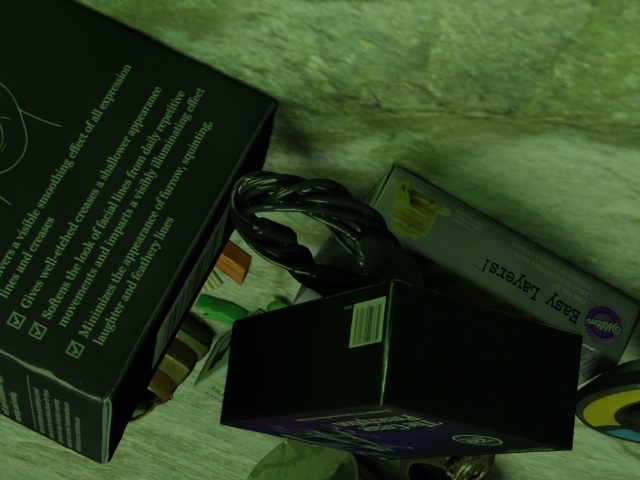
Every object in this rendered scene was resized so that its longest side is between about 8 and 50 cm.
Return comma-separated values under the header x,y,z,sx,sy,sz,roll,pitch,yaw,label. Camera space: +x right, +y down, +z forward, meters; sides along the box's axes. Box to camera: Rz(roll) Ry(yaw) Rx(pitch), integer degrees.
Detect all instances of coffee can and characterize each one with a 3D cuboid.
x,y,z,sx,sy,sz,roll,pitch,yaw,label
0.040,0.416,1.829,0.202,0.201,0.275,0,144,46,coffee can

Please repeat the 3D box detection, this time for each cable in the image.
x,y,z,sx,sy,sz,roll,pitch,yaw,label
0.000,0.000,1.084,0.184,0.047,0.151,36,159,-25,cable

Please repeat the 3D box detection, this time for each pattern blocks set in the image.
x,y,z,sx,sy,sz,roll,pitch,yaw,label
-0.201,-0.003,1.455,0.285,0.026,0.325,7,150,38,pattern blocks set

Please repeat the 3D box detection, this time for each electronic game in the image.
x,y,z,sx,sy,sz,roll,pitch,yaw,label
0.324,0.139,1.095,0.229,0.048,0.229,5,159,2,electronic game

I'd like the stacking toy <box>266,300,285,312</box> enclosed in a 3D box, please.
x,y,z,sx,sy,sz,roll,pitch,yaw,label
0.037,0.128,1.386,0.221,0.052,0.167,35,178,-4,stacking toy

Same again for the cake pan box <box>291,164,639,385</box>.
x,y,z,sx,sy,sz,roll,pitch,yaw,label
0.117,0.060,1.202,0.246,0.070,0.267,32,155,-5,cake pan box

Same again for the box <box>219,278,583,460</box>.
x,y,z,sx,sy,sz,roll,pitch,yaw,label
0.059,0.116,1.110,0.184,0.103,0.261,14,163,-28,box

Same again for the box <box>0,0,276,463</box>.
x,y,z,sx,sy,sz,roll,pitch,yaw,label
-0.283,-0.044,1.127,0.396,0.293,0.212,27,156,2,box

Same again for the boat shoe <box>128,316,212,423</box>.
x,y,z,sx,sy,sz,roll,pitch,yaw,label
-0.249,0.169,1.732,0.123,0.119,0.324,32,155,-11,boat shoe

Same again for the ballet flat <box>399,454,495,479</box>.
x,y,z,sx,sy,sz,roll,pitch,yaw,label
0.147,0.284,1.629,0.084,0.058,0.250,30,156,-4,ballet flat

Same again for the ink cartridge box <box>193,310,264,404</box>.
x,y,z,sx,sy,sz,roll,pitch,yaw,label
-0.060,0.161,1.579,0.127,0.072,0.175,31,155,-10,ink cartridge box
